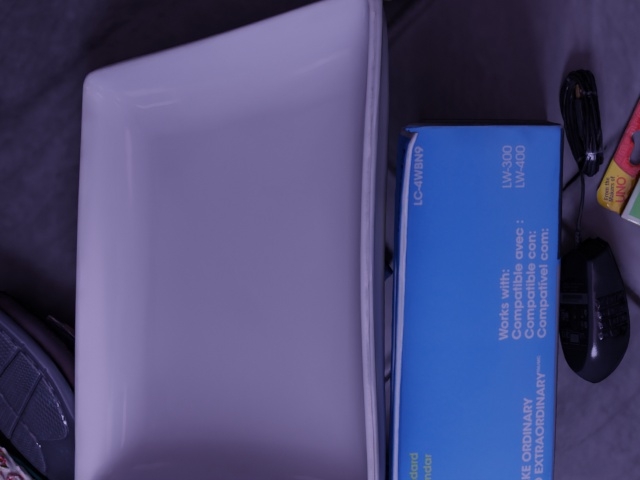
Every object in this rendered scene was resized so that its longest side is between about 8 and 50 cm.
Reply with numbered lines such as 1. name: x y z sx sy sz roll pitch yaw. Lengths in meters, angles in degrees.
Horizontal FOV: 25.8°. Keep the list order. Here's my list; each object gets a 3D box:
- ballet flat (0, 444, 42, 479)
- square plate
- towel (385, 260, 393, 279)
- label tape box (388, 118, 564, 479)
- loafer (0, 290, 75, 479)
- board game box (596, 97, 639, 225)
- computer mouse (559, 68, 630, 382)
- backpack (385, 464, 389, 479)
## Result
1. ballet flat: -0.307 0.189 1.170 0.241 0.077 0.091 47 131 6
2. square plate: -0.065 0.025 0.981 0.347 0.049 0.344 -6 82 49
3. towel: 0.000 0.000 1.127 0.067 0.029 0.119 -39 88 11
4. label tape box: 0.109 0.044 0.950 0.115 0.348 0.249 1 96 5
5. loafer: -0.181 0.155 1.157 0.302 0.095 0.109 47 131 7
6. board game box: 0.352 -0.031 1.063 0.259 0.039 0.124 24 99 9
7. computer mouse: 0.212 -0.011 1.077 0.041 0.071 0.242 -2 92 -12
8. backpack: 0.004 0.277 1.112 0.182 0.115 0.152 -29 93 14
